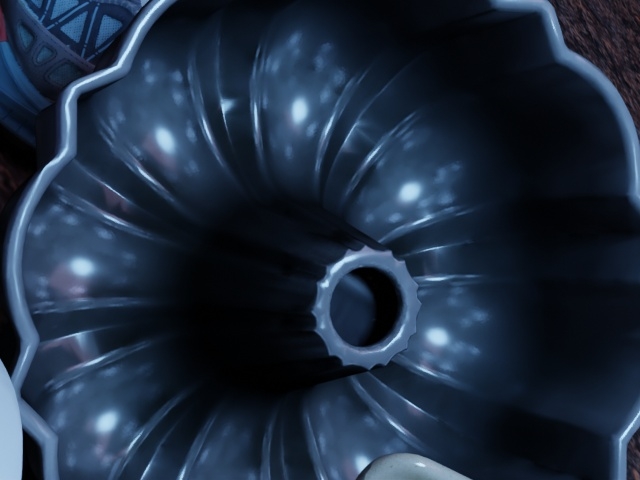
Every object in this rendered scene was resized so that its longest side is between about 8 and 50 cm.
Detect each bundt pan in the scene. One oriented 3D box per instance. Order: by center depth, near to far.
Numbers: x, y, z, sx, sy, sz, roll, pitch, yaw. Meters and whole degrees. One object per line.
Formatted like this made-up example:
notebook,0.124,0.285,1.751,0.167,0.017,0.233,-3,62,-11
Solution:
bundt pan,-0.007,0.028,0.847,0.331,0.331,0.124,48,-19,-20

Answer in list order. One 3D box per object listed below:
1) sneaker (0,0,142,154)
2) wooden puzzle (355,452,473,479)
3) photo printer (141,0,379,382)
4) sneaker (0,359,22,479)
sneaker,-0.145,-0.176,0.991,0.104,0.125,0.262,10,52,-60
wooden puzzle,0.076,0.239,0.793,0.221,0.044,0.239,29,73,-27
photo printer,0.000,0.000,1.076,0.256,0.107,0.307,12,50,-58
sneaker,-0.209,0.025,0.666,0.161,0.102,0.282,29,25,-42
